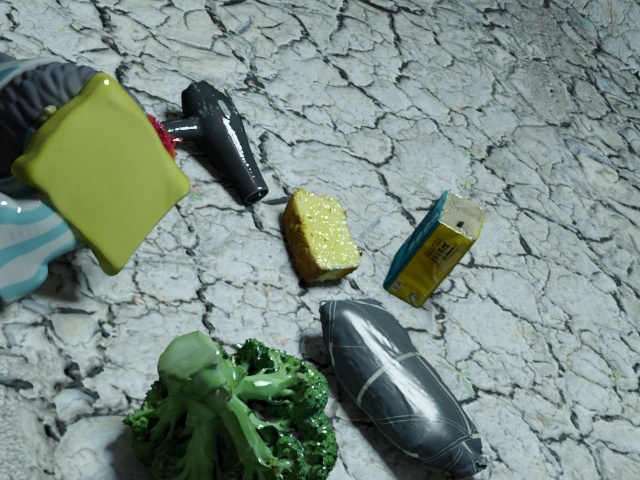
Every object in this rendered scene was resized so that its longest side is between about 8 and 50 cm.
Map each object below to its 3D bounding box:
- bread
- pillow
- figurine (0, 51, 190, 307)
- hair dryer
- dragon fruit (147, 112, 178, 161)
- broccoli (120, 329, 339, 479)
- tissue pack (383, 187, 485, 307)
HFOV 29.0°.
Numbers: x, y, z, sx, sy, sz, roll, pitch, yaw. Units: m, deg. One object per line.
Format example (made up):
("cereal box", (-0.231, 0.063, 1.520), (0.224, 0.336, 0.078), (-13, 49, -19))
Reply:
("bread", (0.000, 0.000, 1.987), (0.103, 0.065, 0.187), (10, 39, -33))
("pillow", (0.119, 0.211, 1.794), (0.162, 0.092, 0.335), (-7, 52, -49))
("figurine", (-0.429, -0.092, 1.685), (0.361, 0.266, 0.378), (-38, 39, -29))
("hair dryer", (-0.229, -0.139, 1.989), (0.272, 0.091, 0.235), (-17, 67, -35))
("dragon fruit", (-0.275, -0.108, 1.872), (0.153, 0.153, 0.111), (52, 5, 26))
("broccoli", (-0.116, 0.214, 1.467), (0.270, 0.270, 0.270), (64, 7, -45))
("tissue pack", (0.188, 0.014, 2.031), (0.082, 0.169, 0.120), (34, 33, -5))
